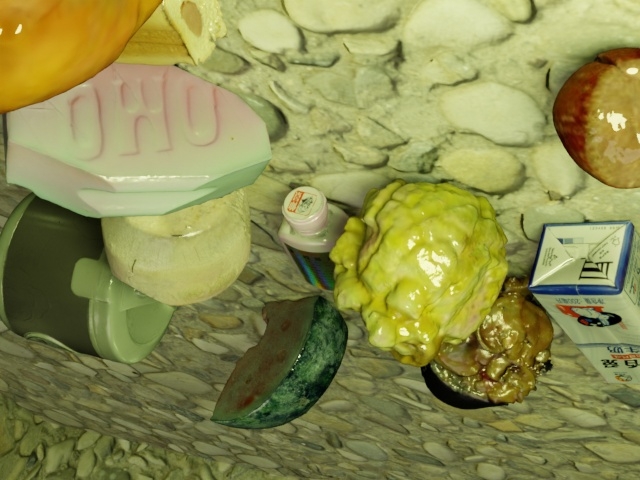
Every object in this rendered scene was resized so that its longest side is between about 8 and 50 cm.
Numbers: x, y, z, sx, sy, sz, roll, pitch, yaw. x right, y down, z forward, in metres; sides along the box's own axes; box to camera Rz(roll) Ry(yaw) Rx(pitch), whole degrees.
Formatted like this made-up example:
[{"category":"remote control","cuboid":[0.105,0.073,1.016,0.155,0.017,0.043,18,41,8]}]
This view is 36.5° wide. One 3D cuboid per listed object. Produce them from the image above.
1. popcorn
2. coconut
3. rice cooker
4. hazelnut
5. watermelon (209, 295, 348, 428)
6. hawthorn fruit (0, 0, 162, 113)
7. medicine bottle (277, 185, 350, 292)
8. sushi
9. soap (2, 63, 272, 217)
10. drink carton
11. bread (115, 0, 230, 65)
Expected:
[{"category":"popcorn","cuboid":[0.123,0.034,1.272,0.212,0.259,0.259,41,171,36]},{"category":"coconut","cuboid":[-0.206,-0.023,1.399,0.227,0.227,0.230,18,154,2]},{"category":"rice cooker","cuboid":[-0.372,0.058,1.624,0.277,0.288,0.288,13,154,13]},{"category":"hazelnut","cuboid":[0.307,-0.120,0.952,0.154,0.143,0.143,-2,152,6]},{"category":"watermelon","cuboid":[-0.071,0.235,1.837,0.148,0.318,0.226,34,-168,-38]},{"category":"hawthorn fruit","cuboid":[-0.271,-0.311,0.640,0.472,0.471,0.472,16,155,8]},{"category":"medicine bottle","cuboid":[0.000,0.000,1.466,0.115,0.078,0.219,11,154,21]},{"category":"sushi","cuboid":[0.252,0.147,1.478,0.200,0.213,0.204,-5,168,0]},{"category":"soap","cuboid":[-0.234,-0.133,1.231,0.324,0.192,0.109,-1,158,-22]},{"category":"drink carton","cuboid":[0.412,0.098,1.341,0.131,0.106,0.315,0,149,38]},{"category":"bread","cuboid":[-0.202,-0.257,1.077,0.173,0.085,0.134,8,156,19]}]
